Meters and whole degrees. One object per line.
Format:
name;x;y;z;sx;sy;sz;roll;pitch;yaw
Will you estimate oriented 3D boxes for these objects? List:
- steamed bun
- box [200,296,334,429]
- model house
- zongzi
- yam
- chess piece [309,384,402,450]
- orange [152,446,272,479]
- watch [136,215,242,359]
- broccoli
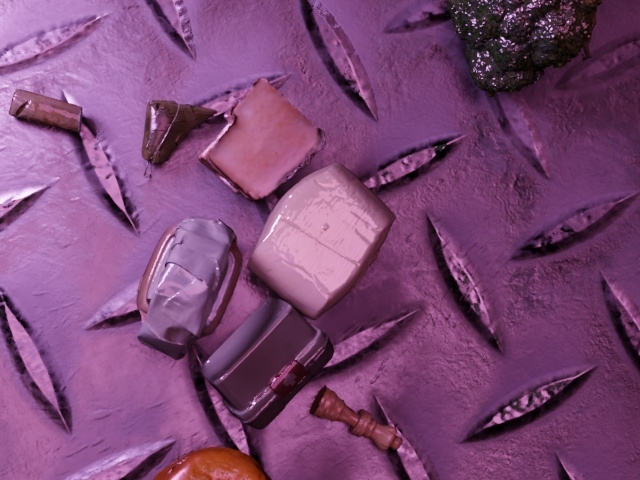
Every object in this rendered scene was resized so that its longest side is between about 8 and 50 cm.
steamed bun;0.000;0.000;1.910;0.200;0.155;0.250;39;79;2
box;-0.094;0.209;1.862;0.210;0.148;0.129;-46;110;-12
model house;-0.115;-0.174;1.924;0.166;0.172;0.183;43;87;-13
zongzi;-0.257;-0.173;1.954;0.131;0.062;0.154;7;86;-19
yam;-0.489;-0.231;1.925;0.132;0.054;0.054;15;79;-7
chess piece;0.069;0.323;1.922;0.172;0.060;0.060;29;78;-6
orange;-0.186;0.474;1.798;0.249;0.183;0.248;3;62;-6
watch;-0.228;0.073;1.821;0.162;0.241;0.253;20;79;-3
broccoli;0.395;-0.417;1.988;0.284;0.321;0.303;3;91;-39
